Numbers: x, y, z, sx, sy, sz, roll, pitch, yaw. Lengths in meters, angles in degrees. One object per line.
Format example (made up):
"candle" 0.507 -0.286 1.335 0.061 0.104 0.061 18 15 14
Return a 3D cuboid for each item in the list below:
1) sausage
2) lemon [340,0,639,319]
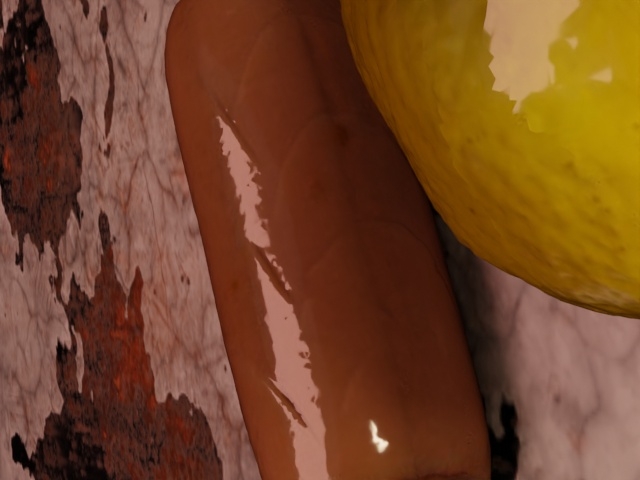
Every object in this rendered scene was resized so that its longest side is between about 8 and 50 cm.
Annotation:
"sausage" 0.000 -0.001 0.919 0.121 0.121 0.304 133 127 -58
"lemon" 0.109 -0.077 0.573 0.260 0.204 0.204 -132 43 -53
